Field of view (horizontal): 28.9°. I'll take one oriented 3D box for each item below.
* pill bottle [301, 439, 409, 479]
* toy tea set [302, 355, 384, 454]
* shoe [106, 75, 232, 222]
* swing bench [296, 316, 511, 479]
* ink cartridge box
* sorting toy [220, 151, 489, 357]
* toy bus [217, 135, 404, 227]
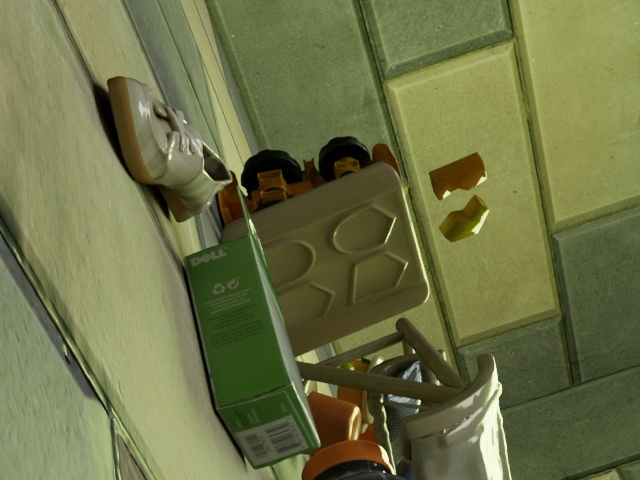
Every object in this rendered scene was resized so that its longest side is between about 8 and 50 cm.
[{"bbox_3d":[0.049,0.298,1.106,0.130,0.130,0.246,71,1,-45],"label":"pill bottle"},{"bbox_3d":[0.013,0.250,1.578,0.336,0.124,0.200,75,27,-51],"label":"toy tea set"},{"bbox_3d":[-0.114,-0.074,0.956,0.219,0.058,0.077,68,4,-74],"label":"shoe"},{"bbox_3d":[0.112,0.246,1.316,0.254,0.165,0.253,19,-57,58],"label":"swing bench"},{"bbox_3d":[-0.063,0.070,1.031,0.109,0.062,0.209,70,2,-52],"label":"ink cartridge box"},{"bbox_3d":[0.053,0.007,1.451,0.041,0.307,0.229,-115,-177,-45],"label":"sorting toy"},{"bbox_3d":[0.000,0.000,1.543,0.149,0.220,0.211,-103,-179,-55],"label":"toy bus"}]
